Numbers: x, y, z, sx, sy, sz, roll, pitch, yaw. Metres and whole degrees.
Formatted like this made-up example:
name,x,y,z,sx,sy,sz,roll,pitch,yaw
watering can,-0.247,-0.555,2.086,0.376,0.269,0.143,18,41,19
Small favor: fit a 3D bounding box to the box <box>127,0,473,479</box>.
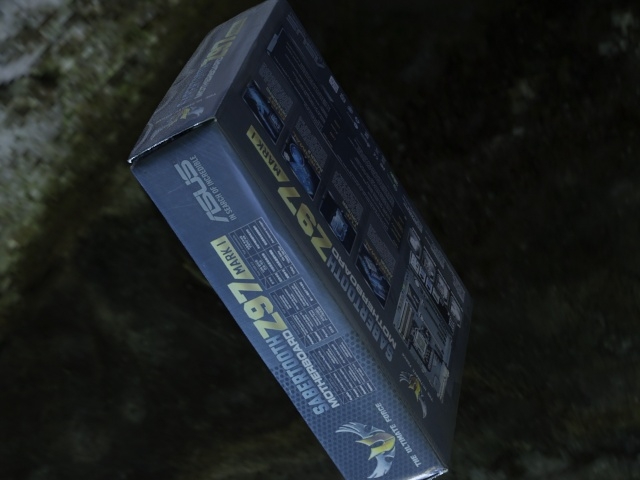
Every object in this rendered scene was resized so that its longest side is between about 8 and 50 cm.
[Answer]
name,x,y,z,sx,sy,sz,roll,pitch,yaw
box,0.000,0.000,0.886,0.059,0.183,0.232,-26,-69,21
